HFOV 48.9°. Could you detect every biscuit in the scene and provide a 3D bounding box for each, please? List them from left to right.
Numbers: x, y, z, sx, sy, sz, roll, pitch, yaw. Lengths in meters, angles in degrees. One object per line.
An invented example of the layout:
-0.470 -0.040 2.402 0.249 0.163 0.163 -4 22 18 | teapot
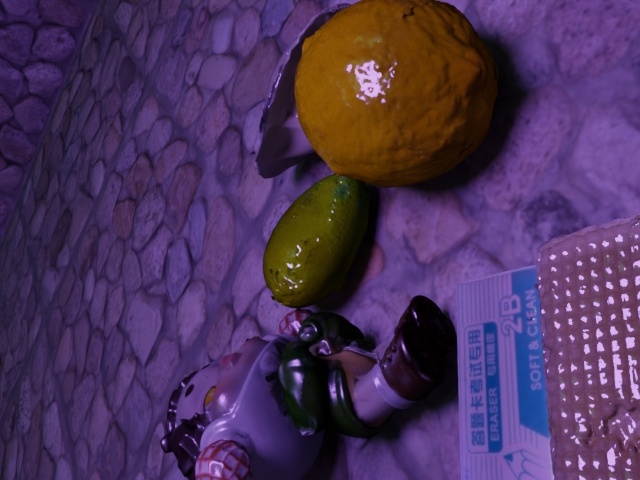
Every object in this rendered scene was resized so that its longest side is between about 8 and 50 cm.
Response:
0.232 0.185 0.471 0.144 0.078 0.426 -21 61 46 | biscuit

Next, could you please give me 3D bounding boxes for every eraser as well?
0.168 0.138 0.595 0.095 0.052 0.225 -20 62 46 | eraser

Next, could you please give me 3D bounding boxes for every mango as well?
0.001 0.000 0.831 0.178 0.100 0.119 -60 29 -3 | mango

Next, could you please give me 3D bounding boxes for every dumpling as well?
-0.019 -0.177 0.877 0.142 0.172 0.247 36 115 21 | dumpling

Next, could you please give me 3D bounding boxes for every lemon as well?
0.072 -0.150 0.717 0.231 0.192 0.192 2 78 47 | lemon

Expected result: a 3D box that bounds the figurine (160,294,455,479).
-0.028 0.173 0.758 0.370 0.167 0.281 -31 14 31 | figurine
